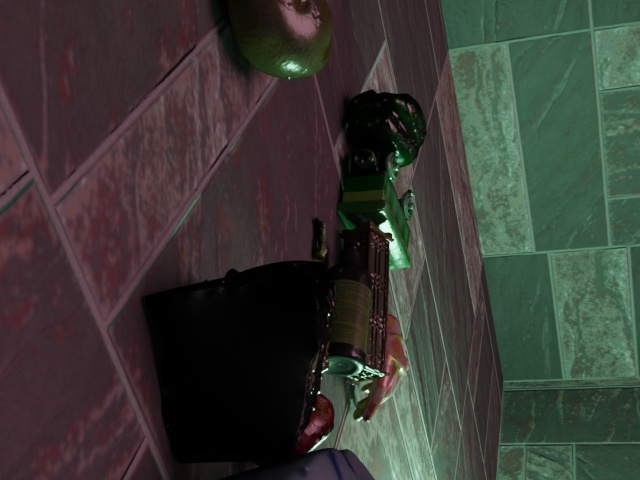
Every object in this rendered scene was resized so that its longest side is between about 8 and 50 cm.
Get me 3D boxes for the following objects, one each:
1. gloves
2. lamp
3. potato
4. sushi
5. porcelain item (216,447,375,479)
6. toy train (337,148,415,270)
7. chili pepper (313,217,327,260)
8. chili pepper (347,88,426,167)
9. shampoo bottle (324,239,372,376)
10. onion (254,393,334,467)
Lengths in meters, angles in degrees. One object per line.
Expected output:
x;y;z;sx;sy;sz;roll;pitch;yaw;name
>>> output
0.125;0.279;1.919;0.145;0.126;0.241;67;18;-50;gloves
0.092;0.127;1.851;0.089;0.090;0.325;29;55;-40;lamp
-0.069;-0.361;1.432;0.235;0.160;0.178;51;12;-44;potato
-0.076;0.143;1.161;0.212;0.215;0.227;-44;126;-68;sushi
-0.053;0.376;1.124;0.405;0.242;0.178;15;58;-71;porcelain item
0.135;-0.074;2.039;0.301;0.120;0.202;60;34;-54;toy train
0.001;0.000;1.744;0.034;0.030;0.091;21;60;-43;chili pepper
0.168;-0.251;2.091;0.261;0.174;0.165;48;44;-55;chili pepper
0.049;0.122;1.741;0.101;0.101;0.284;63;28;-50;shampoo bottle
-0.061;0.269;1.360;0.140;0.150;0.150;56;18;4;onion
